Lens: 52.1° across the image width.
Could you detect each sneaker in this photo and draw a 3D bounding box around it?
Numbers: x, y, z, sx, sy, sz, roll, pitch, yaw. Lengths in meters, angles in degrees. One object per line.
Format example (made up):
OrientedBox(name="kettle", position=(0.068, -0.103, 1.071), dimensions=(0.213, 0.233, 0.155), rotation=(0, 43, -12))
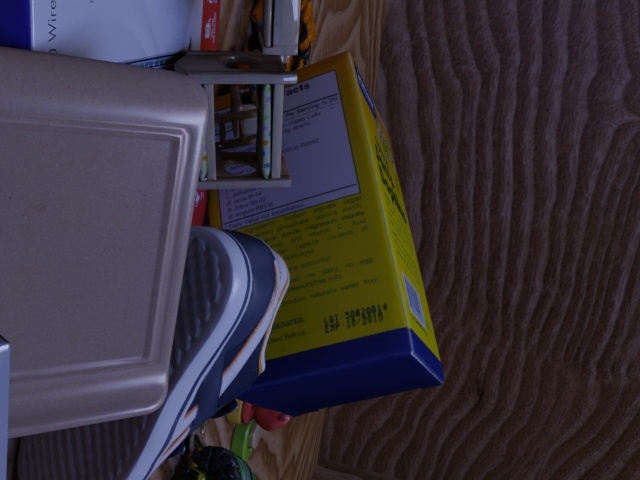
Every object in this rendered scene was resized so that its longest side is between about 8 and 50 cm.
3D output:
OrientedBox(name="sneaker", position=(-0.157, 0.513, 1.035), dimensions=(0.146, 0.134, 0.344), rotation=(48, 46, -54))
OrientedBox(name="sneaker", position=(-0.140, 0.127, 0.587), dimensions=(0.321, 0.126, 0.127), rotation=(-49, 157, 17))

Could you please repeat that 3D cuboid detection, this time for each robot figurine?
OrientedBox(name="robot figurine", position=(-0.076, -0.248, 0.992), dimensions=(0.211, 0.085, 0.291), rotation=(74, 29, -72))

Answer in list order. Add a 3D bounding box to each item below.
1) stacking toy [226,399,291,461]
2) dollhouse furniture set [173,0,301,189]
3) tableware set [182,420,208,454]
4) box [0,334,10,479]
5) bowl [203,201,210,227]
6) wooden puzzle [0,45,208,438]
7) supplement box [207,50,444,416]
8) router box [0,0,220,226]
OrientedBox(name="stacking toy", position=(-0.099, 0.351, 1.481), dimensions=(0.309, 0.130, 0.280), rotation=(-64, 163, -55))
OrientedBox(name="dollhouse furniture set", position=(-0.084, -0.166, 0.610), dimensions=(0.161, 0.101, 0.182), rotation=(-107, -162, -53))
OrientedBox(name="tableware set", position=(-0.189, 0.267, 1.105), dimensions=(0.128, 0.039, 0.194), rotation=(79, 24, -68))
OrientedBox(name="box", position=(-0.250, 0.129, 0.315), dimensions=(0.186, 0.038, 0.145), rotation=(-9, 114, -50))
OrientedBox(name="bowl", position=(-0.146, 0.004, 0.902), dimensions=(0.170, 0.080, 0.170), rotation=(12, 90, -81))
OrientedBox(name="wooden puzzle", position=(-0.188, 0.007, 0.396), dimensions=(0.221, 0.044, 0.239), rotation=(-1, 109, -35))
OrientedBox(name="supplement box", position=(0.000, 0.000, 0.766), dimensions=(0.195, 0.194, 0.357), rotation=(47, 31, -62))
OrientedBox(name="router box", position=(-0.177, -0.126, 0.535), dimensions=(0.301, 0.082, 0.336), rotation=(-58, 158, -66))
